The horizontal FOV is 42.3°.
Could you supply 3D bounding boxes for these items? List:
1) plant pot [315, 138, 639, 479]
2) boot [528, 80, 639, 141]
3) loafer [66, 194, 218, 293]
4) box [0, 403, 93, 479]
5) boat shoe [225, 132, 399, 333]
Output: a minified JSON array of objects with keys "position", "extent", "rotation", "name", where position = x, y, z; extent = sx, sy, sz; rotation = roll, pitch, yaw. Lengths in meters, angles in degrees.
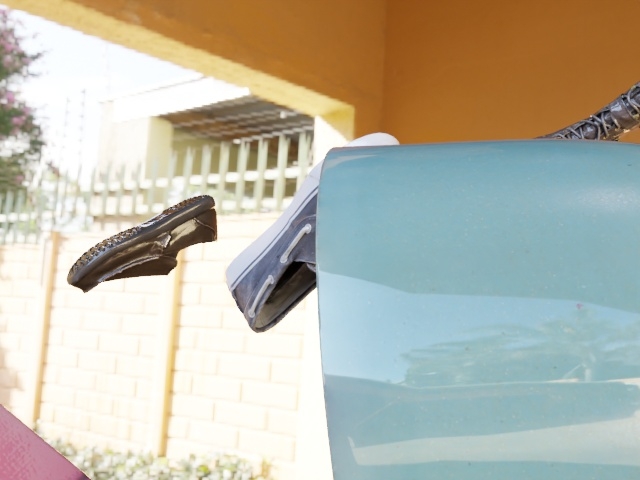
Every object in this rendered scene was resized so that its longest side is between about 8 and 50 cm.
[{"position":[0.141,0.078,0.454],"extent":[0.235,0.293,0.293],"rotation":[-7,-6,8],"name":"plant pot"},{"position":[0.381,-0.160,1.145],"extent":[0.229,0.091,0.263],"rotation":[-38,-13,38],"name":"boot"},{"position":[-0.222,0.017,1.081],"extent":[0.220,0.078,0.080],"rotation":[-29,15,-21],"name":"loafer"},{"position":[-0.351,0.278,0.864],"extent":[0.232,0.148,0.127],"rotation":[38,37,3],"name":"box"},{"position":[0.000,0.000,1.012],"extent":[0.301,0.102,0.108],"rotation":[-43,-37,22],"name":"boat shoe"}]
